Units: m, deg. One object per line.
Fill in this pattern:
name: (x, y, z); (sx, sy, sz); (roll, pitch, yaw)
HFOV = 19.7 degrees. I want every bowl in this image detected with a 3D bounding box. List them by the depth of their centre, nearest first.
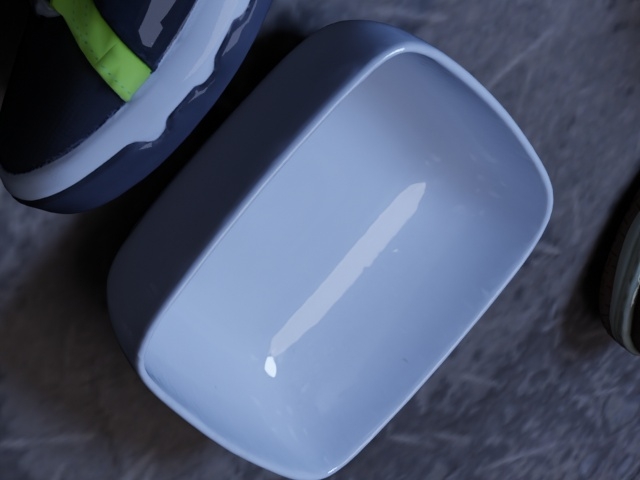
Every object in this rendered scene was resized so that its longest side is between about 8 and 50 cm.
bowl: (0.000, 0.000, 0.606); (0.142, 0.053, 0.142); (-49, 142, 0)

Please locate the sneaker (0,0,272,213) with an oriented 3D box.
sneaker: (-0.047, -0.121, 0.456); (0.097, 0.084, 0.234); (20, 107, -26)

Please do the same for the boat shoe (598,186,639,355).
boat shoe: (0.222, -0.043, 0.755); (0.257, 0.095, 0.095); (-52, 143, 4)
